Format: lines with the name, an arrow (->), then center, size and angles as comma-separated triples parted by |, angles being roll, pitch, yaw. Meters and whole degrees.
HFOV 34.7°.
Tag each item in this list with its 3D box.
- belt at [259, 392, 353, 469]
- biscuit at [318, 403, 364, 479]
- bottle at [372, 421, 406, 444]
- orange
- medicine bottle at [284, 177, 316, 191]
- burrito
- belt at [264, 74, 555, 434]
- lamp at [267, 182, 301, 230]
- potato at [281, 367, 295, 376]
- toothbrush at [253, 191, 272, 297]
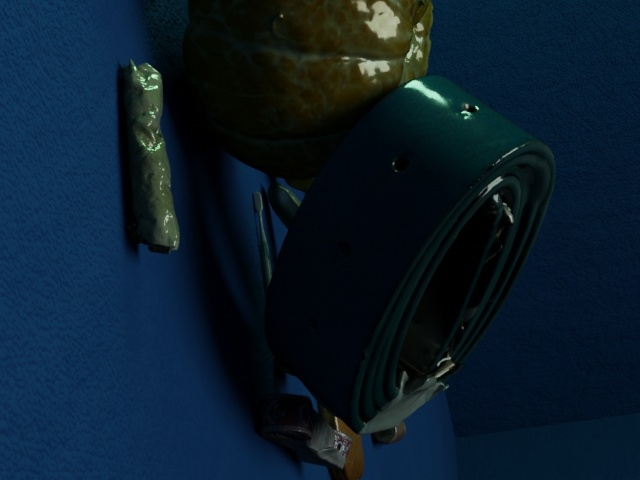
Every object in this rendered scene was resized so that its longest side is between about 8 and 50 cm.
belt -> -0.021, 0.232, 1.240 | 0.232, 0.071, 0.053 | 54, 34, -62
biscuit -> 0.034, 0.280, 1.585 | 0.192, 0.036, 0.186 | 44, 36, -75
bottle -> 0.136, 0.373, 2.011 | 0.140, 0.053, 0.053 | 38, 43, -75
orange -> -0.010, -0.226, 1.117 | 0.329, 0.249, 0.329 | 7, 90, -76
medicine bottle -> -0.052, -0.182, 1.398 | 0.260, 0.095, 0.064 | 63, 34, -30
burrito -> -0.148, -0.075, 0.886 | 0.045, 0.041, 0.185 | 35, 43, -64
belt -> 0.092, 0.032, 1.134 | 0.300, 0.173, 0.436 | -28, 143, -36
lamp -> -0.006, 0.004, 1.499 | 0.203, 0.124, 0.283 | 59, 14, -1
potato -> -0.024, 0.145, 1.307 | 0.083, 0.062, 0.068 | 46, 53, -22
toothbrush -> -0.071, 0.019, 1.313 | 0.014, 0.011, 0.167 | 58, 23, -79
